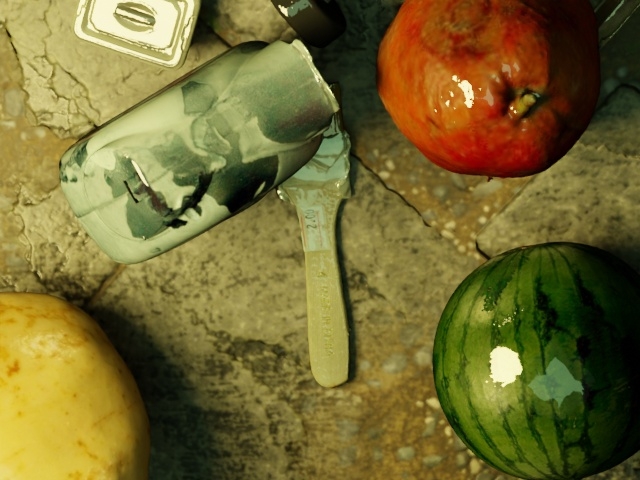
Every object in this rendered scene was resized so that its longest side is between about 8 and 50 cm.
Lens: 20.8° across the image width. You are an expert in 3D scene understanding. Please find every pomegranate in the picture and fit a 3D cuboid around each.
[{"bbox_3d":[-0.328,0.205,1.818,0.342,0.342,0.342,2,108,7],"label":"pomegranate"}]

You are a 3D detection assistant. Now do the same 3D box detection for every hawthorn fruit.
[{"bbox_3d":[0.163,-0.155,1.642,0.224,0.261,0.224,-2,116,-3],"label":"hawthorn fruit"}]

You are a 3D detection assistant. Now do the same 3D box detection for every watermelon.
[{"bbox_3d":[0.231,0.122,1.737,0.242,0.242,0.242,2,108,7],"label":"watermelon"}]

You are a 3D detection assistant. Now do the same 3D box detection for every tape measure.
[{"bbox_3d":[-0.122,-0.082,1.697,0.256,0.275,0.147,-32,97,-14],"label":"tape measure"}]

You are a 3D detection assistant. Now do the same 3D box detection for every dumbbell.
[{"bbox_3d":[0.043,-0.280,1.705,0.191,0.100,0.100,-36,100,17],"label":"dumbbell"}]

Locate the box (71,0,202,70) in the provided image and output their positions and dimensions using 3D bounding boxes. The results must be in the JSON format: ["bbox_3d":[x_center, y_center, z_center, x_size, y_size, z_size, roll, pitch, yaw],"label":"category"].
[{"bbox_3d":[-0.182,-0.233,1.769,0.122,0.062,0.089,18,109,0],"label":"box"}]

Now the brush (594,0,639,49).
[{"bbox_3d":[0.377,-0.299,1.678,0.065,0.070,0.327,37,110,-16],"label":"brush"}]

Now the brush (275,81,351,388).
[{"bbox_3d":[0.000,0.000,1.841,0.085,0.020,0.337,-4,107,8],"label":"brush"}]
